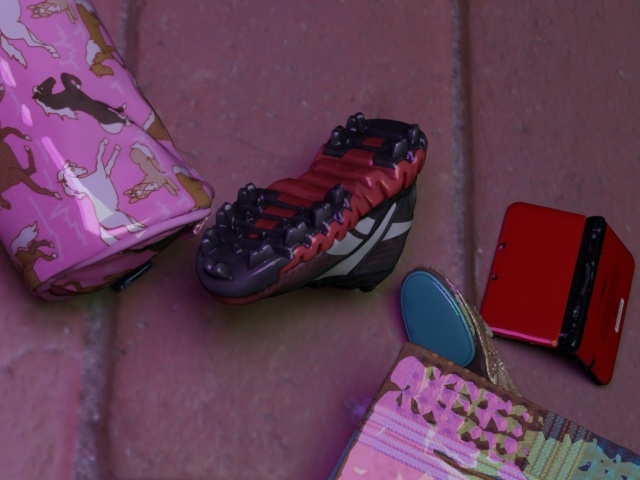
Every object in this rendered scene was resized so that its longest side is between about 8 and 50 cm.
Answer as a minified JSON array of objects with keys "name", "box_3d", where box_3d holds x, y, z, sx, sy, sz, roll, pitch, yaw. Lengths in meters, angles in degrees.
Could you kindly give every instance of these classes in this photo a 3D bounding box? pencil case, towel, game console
[{"name":"pencil case","box_3d":[-0.235,-0.144,1.031,0.160,0.167,0.386,-31,84,11]},{"name":"towel","box_3d":[0.097,0.292,1.002,0.271,0.040,0.370,27,72,10]},{"name":"game console","box_3d":[0.228,0.050,1.248,0.124,0.085,0.144,43,55,-41]}]

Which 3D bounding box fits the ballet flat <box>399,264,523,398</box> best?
[{"name":"ballet flat","box_3d":[0.135,0.115,1.162,0.067,0.073,0.206,-14,79,-56]}]

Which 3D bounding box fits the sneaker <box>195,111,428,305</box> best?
[{"name":"sneaker","box_3d":[0.001,0.000,1.088,0.097,0.135,0.276,17,34,29]}]
